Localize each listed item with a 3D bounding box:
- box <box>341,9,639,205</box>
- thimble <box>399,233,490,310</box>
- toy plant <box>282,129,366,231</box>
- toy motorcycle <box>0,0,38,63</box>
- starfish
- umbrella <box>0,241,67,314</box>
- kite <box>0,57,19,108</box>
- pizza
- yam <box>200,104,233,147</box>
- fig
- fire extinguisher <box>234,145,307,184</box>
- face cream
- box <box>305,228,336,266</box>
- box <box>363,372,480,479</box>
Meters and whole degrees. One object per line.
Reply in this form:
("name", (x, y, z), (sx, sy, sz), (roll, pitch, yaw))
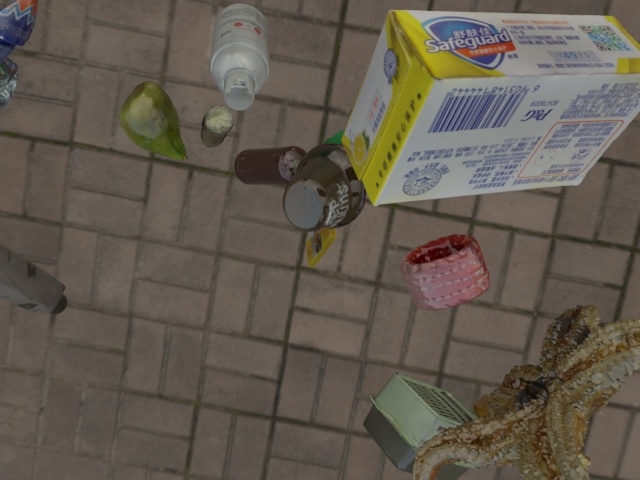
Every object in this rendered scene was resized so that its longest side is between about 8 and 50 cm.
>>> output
("box", (0.171, -0.129, 0.613), (0.265, 0.168, 0.097), (-8, 57, -20))
("thimble", (0.285, 0.071, 1.439), (0.190, 0.163, 0.124), (-17, 108, 20))
("toy plant", (0.023, -0.077, 0.862), (0.105, 0.200, 0.142), (24, 124, 21))
("toy motorcycle", (-0.315, -0.129, 0.519), (0.114, 0.076, 0.205), (31, 99, 9))
("starfish", (0.239, 0.184, 0.682), (0.312, 0.303, 0.113), (-41, 86, -13))
("umbrella", (-0.472, 0.057, 0.954), (0.067, 0.337, 0.073), (29, 74, 11))
("kite", (-0.576, -0.302, 0.905), (0.285, 0.015, 0.152), (43, 134, -19))
("pizza", (0.418, 0.403, 1.379), (0.258, 0.268, 0.087), (36, 89, -13))
("yam", (-0.213, -0.229, 1.269), (0.061, 0.253, 0.061), (0, 92, -13))
("fig", (-0.477, -0.328, 1.761), (0.167, 0.167, 0.233), (-2, 131, 1))
("fire extinguisher", (-0.117, -0.223, 1.829), (0.135, 0.337, 0.114), (-42, 118, -25))
("face cream", (-0.197, -0.430, 1.521), (0.146, 0.369, 0.145), (-2, 135, -2))
("box", (0.000, 0.000, 1.773), (0.023, 0.086, 0.155), (8, 142, -25))
("box", (0.259, 0.459, 1.520), (0.291, 0.220, 0.166), (29, 99, -39))
